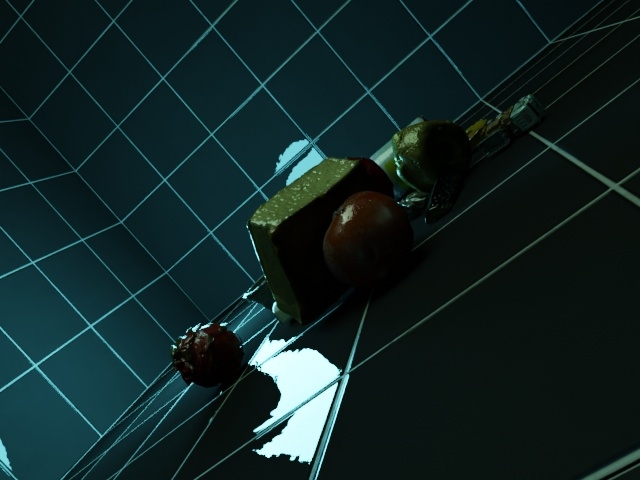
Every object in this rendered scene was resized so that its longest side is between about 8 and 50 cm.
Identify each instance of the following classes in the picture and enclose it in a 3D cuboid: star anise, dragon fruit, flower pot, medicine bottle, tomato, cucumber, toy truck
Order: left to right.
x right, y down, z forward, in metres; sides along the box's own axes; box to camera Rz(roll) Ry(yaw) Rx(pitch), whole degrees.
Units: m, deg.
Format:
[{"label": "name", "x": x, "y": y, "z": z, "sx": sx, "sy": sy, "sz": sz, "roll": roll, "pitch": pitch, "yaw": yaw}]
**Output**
[{"label": "dragon fruit", "x": -0.320, "y": 0.338, "z": 1.735, "sx": 0.193, "sy": 0.192, "sz": 0.274, "roll": 15, "pitch": 5, "yaw": 41}, {"label": "flower pot", "x": -0.160, "y": 0.179, "z": 2.179, "sx": 0.235, "sy": 0.140, "sz": 0.235, "roll": -42, "pitch": 4, "yaw": 4}, {"label": "medicine bottle", "x": -0.042, "y": 0.159, "z": 1.785, "sx": 0.219, "sy": 0.078, "sz": 0.115, "roll": -40, "pitch": 3, "yaw": 12}, {"label": "dragon fruit", "x": 0.127, "y": -0.168, "z": 2.168, "sx": 0.296, "sy": 0.295, "sz": 0.302, "roll": -40, "pitch": -7, "yaw": 11}, {"label": "tomato", "x": 0.110, "y": 0.006, "z": 1.313, "sx": 0.232, "sy": 0.189, "sz": 0.231, "roll": 22, "pitch": -90, "yaw": -77}, {"label": "medicine bottle", "x": 0.327, "y": -0.305, "z": 2.355, "sx": 0.379, "sy": 0.213, "sz": 0.213, "roll": -39, "pitch": 5, "yaw": 19}, {"label": "star anise", "x": 0.271, "y": -0.100, "z": 1.815, "sx": 0.182, "sy": 0.065, "sz": 0.195, "roll": -36, "pitch": 0, "yaw": -1}, {"label": "cucumber", "x": 0.321, "y": -0.121, "z": 1.567, "sx": 0.078, "sy": 0.062, "sz": 0.211, "roll": -37, "pitch": 6, "yaw": 35}, {"label": "toy truck", "x": 0.533, "y": -0.319, "z": 1.641, "sx": 0.178, "sy": 0.080, "sz": 0.115, "roll": -38, "pitch": 10, "yaw": 46}]

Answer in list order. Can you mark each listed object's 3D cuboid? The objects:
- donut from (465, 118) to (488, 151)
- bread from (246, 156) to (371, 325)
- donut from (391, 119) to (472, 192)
[{"label": "donut", "x": 0.530, "y": -0.349, "z": 2.062, "sx": 0.178, "sy": 0.065, "sz": 0.162, "roll": -37, "pitch": 11, "yaw": 33}, {"label": "bread", "x": 0.000, "y": 0.000, "z": 1.468, "sx": 0.143, "sy": 0.333, "sz": 0.324, "roll": 24, "pitch": 54, "yaw": 38}, {"label": "donut", "x": 0.339, "y": -0.252, "z": 1.742, "sx": 0.262, "sy": 0.208, "sz": 0.128, "roll": -19, "pitch": 2, "yaw": -37}]
